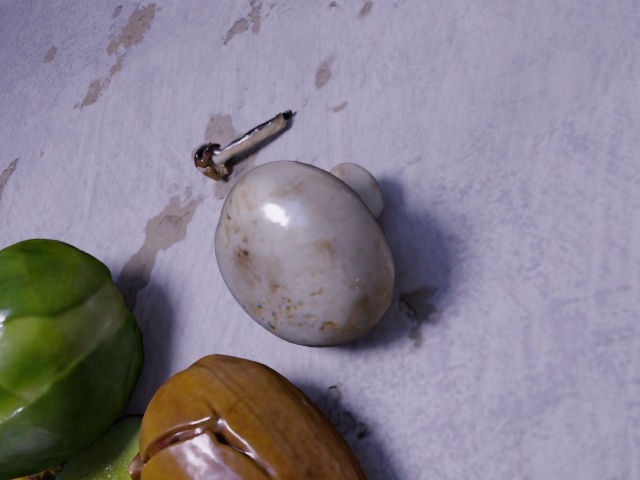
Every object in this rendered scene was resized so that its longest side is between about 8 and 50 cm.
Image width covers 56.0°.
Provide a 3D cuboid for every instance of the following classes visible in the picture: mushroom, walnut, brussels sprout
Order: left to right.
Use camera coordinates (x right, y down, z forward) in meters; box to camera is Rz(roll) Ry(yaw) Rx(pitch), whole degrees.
[{"bbox_3d":[-0.420,0.158,0.894,0.314,0.276,0.371,-34,34,15],"label":"brussels sprout"},{"bbox_3d":[-0.124,-0.158,0.990,0.186,0.061,0.060,-24,25,15],"label":"mushroom"},{"bbox_3d":[-0.064,0.257,0.640,0.336,0.209,0.209,28,86,34],"label":"walnut"},{"bbox_3d":[0.000,0.000,0.734,0.243,0.243,0.244,-17,59,30],"label":"mushroom"}]

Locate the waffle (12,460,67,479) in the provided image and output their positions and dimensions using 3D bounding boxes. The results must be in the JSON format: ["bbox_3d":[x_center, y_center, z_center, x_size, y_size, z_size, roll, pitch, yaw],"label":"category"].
[{"bbox_3d":[-0.504,0.339,1.020,0.229,0.051,0.231,-51,48,9],"label":"waffle"}]

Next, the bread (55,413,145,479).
[{"bbox_3d":[-0.297,0.394,0.843,0.301,0.045,0.302,-16,59,29],"label":"bread"}]
